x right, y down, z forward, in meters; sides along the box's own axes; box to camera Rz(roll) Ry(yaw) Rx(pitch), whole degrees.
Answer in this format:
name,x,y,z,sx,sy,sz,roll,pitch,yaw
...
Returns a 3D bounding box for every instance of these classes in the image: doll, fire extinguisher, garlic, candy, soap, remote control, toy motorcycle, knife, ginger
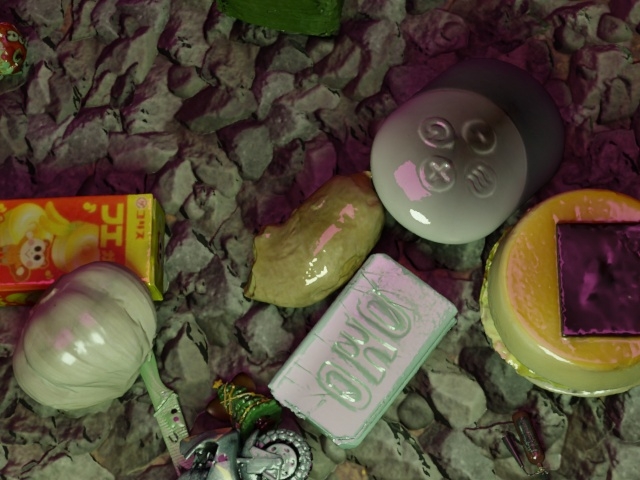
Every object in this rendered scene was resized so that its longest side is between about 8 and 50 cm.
name,x,y,z,sx,sy,sz,roll,pitch,yaw
doll,-0.112,0.226,1.891,0.113,0.076,0.078,41,78,17
fire extinguisher,0.279,0.285,1.862,0.046,0.032,0.100,-13,64,-11
garlic,-0.326,0.140,1.872,0.178,0.143,0.229,37,97,-2
candy,-0.368,0.016,1.981,0.276,0.088,0.146,-4,70,4
soap,0.057,0.156,1.893,0.150,0.094,0.261,36,77,15
remote control,0.213,-0.132,1.945,0.221,0.103,0.332,48,61,3
toy motorcycle,-0.146,0.362,1.816,0.173,0.108,0.307,34,90,9
knife,-0.225,0.221,1.934,0.043,0.020,0.293,-22,71,1
candy,-0.587,-0.255,2.111,0.288,0.078,0.084,-22,83,5
ginger,0.000,0.000,1.931,0.267,0.138,0.152,-31,66,-1

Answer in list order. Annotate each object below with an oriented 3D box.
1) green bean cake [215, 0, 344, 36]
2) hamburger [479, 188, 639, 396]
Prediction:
name,x,y,z,sx,sy,sz,roll,pitch,yaw
green bean cake,-0.061,-0.392,2.033,0.200,0.214,0.113,13,79,9
hamburger,0.361,0.069,1.853,0.300,0.176,0.300,-1,69,4
